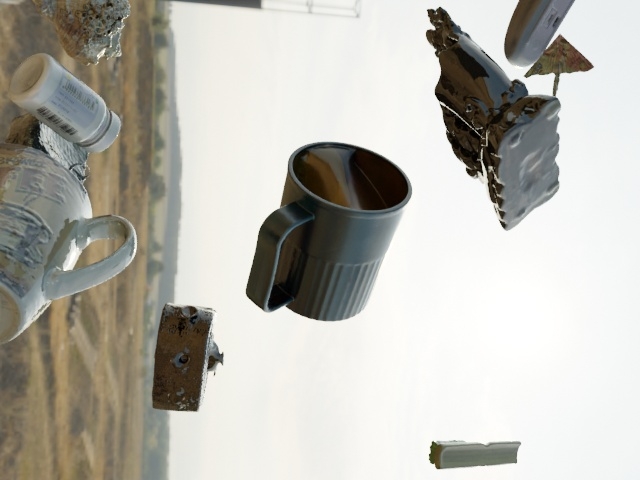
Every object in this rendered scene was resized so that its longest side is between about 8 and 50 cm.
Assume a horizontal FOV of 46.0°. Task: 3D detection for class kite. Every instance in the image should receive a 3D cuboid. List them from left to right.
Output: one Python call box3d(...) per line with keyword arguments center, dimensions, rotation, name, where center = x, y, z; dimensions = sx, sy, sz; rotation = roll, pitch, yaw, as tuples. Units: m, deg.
box3d(center=(0.454, -0.322, 1.442), dimensions=(0.139, 0.011, 0.156), rotation=(4, -95, 39), name="kite")

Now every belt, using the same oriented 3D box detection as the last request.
box3d(center=(-0.306, 0.270, 1.756), dimensions=(0.184, 0.164, 0.289), rotation=(-89, -170, -55), name="belt")

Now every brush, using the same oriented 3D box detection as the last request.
box3d(center=(0.319, 0.436, 1.546), dimensions=(0.048, 0.283, 0.054), rotation=(12, -90, 49), name="brush")

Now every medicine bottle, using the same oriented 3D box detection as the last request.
box3d(center=(-0.453, -0.241, 1.348), dimensions=(0.187, 0.103, 0.102), rotation=(42, 34, -51), name="medicine bottle")

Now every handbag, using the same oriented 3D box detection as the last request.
box3d(center=(-0.504, -0.144, 1.412), dimensions=(0.175, 0.089, 0.270), rotation=(51, 19, -38), name="handbag")

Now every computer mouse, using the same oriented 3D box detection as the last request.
box3d(center=(0.392, -0.413, 1.317), dimensions=(0.057, 0.120, 0.232), rotation=(40, -68, 32), name="computer mouse")

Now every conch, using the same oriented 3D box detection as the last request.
box3d(center=(-0.471, -0.460, 1.498), dimensions=(0.245, 0.163, 0.178), rotation=(40, 40, -48), name="conch")

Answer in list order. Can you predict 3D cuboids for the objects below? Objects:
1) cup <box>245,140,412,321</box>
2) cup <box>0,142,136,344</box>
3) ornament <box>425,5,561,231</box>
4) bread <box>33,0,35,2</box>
box3d(center=(0.018, 0.004, 1.481), dimensions=(0.307, 0.242, 0.292), rotation=(-67, 175, -52), name="cup")
box3d(center=(-0.425, 0.025, 1.091), dimensions=(0.257, 0.301, 0.227), rotation=(-98, -166, -50), name="cup")
box3d(center=(0.206, -0.173, 1.021), dimensions=(0.260, 0.106, 0.251), rotation=(54, -7, 35), name="ornament")
box3d(center=(-0.589, -0.622, 1.746), dimensions=(0.171, 0.197, 0.197), rotation=(-3, -94, 51), name="bread")
